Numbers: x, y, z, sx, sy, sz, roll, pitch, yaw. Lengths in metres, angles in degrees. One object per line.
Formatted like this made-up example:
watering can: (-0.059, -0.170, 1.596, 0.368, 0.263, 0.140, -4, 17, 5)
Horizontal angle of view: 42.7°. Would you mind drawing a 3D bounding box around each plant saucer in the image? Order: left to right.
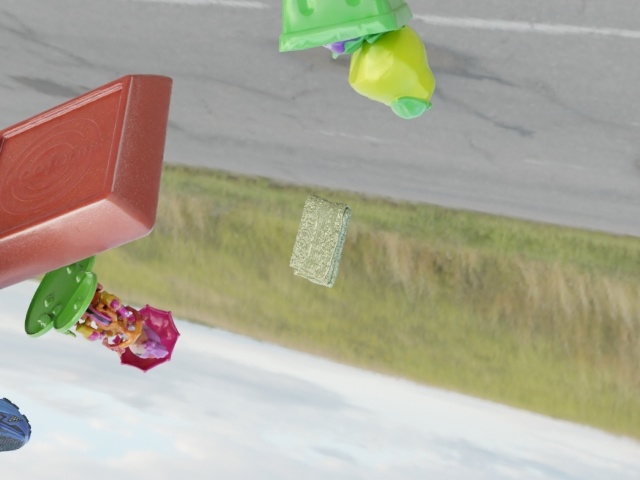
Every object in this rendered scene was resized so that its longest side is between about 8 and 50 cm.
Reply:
plant saucer: (-0.298, -0.077, 0.935, 0.258, 0.259, 0.048, -19, 136, 17)

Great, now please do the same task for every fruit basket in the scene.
fruit basket: (0.085, -0.425, 1.742, 0.282, 0.392, 0.392, -7, 170, 14)

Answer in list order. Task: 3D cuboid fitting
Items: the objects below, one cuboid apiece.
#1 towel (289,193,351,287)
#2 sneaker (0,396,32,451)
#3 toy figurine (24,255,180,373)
towel: (0.000, 0.000, 1.413, 0.027, 0.148, 0.110, 4, -169, -45)
sneaker: (-0.375, 0.190, 0.741, 0.221, 0.087, 0.083, 2, 142, -32)
toy figurine: (-0.228, 0.093, 0.936, 0.159, 0.130, 0.173, 36, 171, -30)
